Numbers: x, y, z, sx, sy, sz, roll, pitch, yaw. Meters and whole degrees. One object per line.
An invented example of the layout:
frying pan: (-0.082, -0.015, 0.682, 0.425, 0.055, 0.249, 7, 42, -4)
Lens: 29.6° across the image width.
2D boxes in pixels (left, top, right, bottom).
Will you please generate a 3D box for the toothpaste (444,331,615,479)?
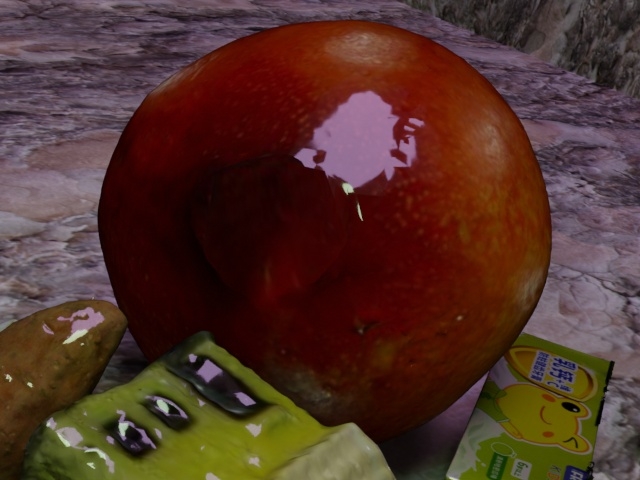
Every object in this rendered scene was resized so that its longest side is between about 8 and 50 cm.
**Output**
toothpaste: (0.180, 0.179, 1.047, 0.110, 0.077, 0.327, 17, 21, 12)

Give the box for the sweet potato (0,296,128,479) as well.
sweet potato: (-0.222, 0.122, 0.743, 0.097, 0.252, 0.097, 46, -3, 3)

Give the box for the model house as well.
model house: (-0.056, 0.202, 0.758, 0.234, 0.174, 0.193, 33, 26, 18)

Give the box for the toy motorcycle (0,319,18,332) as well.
toy motorcycle: (-0.243, 0.113, 0.954, 0.151, 0.074, 0.229, 0, 16, -20)

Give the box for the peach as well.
peach: (0.000, 0.000, 0.998, 0.388, 0.388, 0.388, 12, 21, -5)
